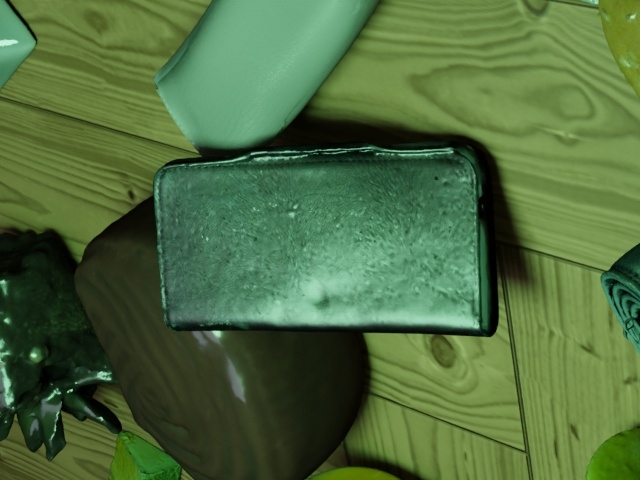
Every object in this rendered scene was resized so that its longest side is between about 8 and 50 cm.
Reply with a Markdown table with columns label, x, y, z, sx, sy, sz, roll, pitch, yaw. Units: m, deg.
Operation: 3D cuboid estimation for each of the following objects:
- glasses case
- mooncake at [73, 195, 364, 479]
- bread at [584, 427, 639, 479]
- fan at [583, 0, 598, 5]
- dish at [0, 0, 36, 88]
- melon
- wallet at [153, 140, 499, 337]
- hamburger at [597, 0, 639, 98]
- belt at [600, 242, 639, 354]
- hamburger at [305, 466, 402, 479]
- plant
| label | x | y | z | sx | sy | sz | roll | pitch | yaw |
| --- | --- | --- | --- | --- | --- | --- | --- | --- | --- |
| glasses case | -0.047 | -0.177 | 1.358 | 0.128 | 0.083 | 0.308 | 42 | 144 | -1 |
| mooncake | -0.115 | 0.103 | 1.617 | 0.334 | 0.174 | 0.326 | 36 | 144 | 17 |
| bread | 0.282 | 0.243 | 1.373 | 0.129 | 0.111 | 0.114 | 41 | 152 | 20 |
| fan | 0.324 | -0.150 | 1.050 | 0.294 | 0.012 | 0.223 | 42 | 143 | 10 |
| dish | -0.439 | -0.261 | 1.717 | 0.243 | 0.080 | 0.182 | 52 | 144 | -4 |
| melon | -0.258 | 0.332 | 2.076 | 0.114 | 0.053 | 0.262 | 50 | 145 | 13 |
| wallet | 0.000 | 0.000 | 1.384 | 0.318 | 0.045 | 0.172 | -2 | 97 | 24 |
| hamburger | 0.310 | -0.116 | 0.972 | 0.283 | 0.144 | 0.259 | 51 | 140 | -9 |
| belt | 0.308 | 0.102 | 1.146 | 0.267 | 0.116 | 0.206 | 55 | 178 | -28 |
| hamburger | 0.007 | 0.373 | 1.617 | 0.227 | 0.295 | 0.151 | 32 | 149 | 44 |
| plant | -0.358 | 0.138 | 1.890 | 0.199 | 0.188 | 0.276 | 6 | 125 | 45 |
